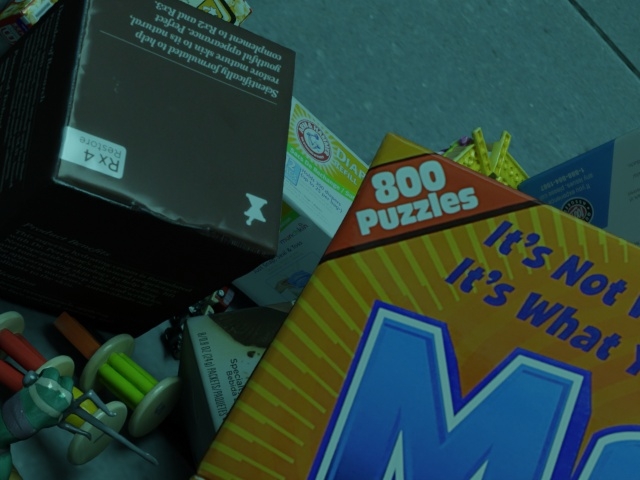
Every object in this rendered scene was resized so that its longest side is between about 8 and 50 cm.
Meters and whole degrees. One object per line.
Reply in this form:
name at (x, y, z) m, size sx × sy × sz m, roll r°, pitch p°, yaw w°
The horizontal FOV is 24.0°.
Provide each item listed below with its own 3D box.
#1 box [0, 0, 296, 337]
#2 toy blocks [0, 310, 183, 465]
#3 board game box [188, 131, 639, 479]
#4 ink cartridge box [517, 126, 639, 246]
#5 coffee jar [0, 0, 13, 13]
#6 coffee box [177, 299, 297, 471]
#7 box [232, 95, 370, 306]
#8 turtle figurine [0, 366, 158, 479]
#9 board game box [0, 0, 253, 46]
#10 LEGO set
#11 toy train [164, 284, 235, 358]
box at (-0.144, -0.053, 1.064) m, size 0.168 × 0.203 × 0.167 m, roll 21°, pitch 59°, yaw -29°
toy blocks at (-0.184, 0.081, 1.051) m, size 0.148 × 0.054 × 0.123 m, roll 38°, pitch 25°, yaw 17°
board game box at (0.116, 0.229, 0.758) m, size 0.356 × 0.356 × 0.356 m, roll 26°, pitch 76°, yaw 13°
ink cartridge box at (0.356, 0.036, 1.395) m, size 0.129 × 0.223 × 0.307 m, roll -22°, pitch 87°, yaw -51°
coffee jar at (-0.218, -0.233, 1.283) m, size 0.184 × 0.079 × 0.096 m, roll -4°, pitch 60°, yaw -45°
coffee box at (0.060, 0.127, 1.087) m, size 0.297 × 0.119 × 0.168 m, roll -9°, pitch 59°, yaw -16°
box at (0.000, 0.000, 1.224) m, size 0.203 × 0.103 × 0.114 m, roll 41°, pitch 37°, yaw -24°
turtle figurine at (-0.200, 0.133, 0.923) m, size 0.118 × 0.175 × 0.234 m, roll -35°, pitch 74°, yaw -34°
board game box at (-0.156, -0.184, 1.241) m, size 0.147 × 0.045 × 0.193 m, roll 54°, pitch 52°, yaw -25°
LEGO set at (0.123, -0.041, 1.437) m, size 0.287 × 0.107 × 0.132 m, roll -10°, pitch 98°, yaw -51°
toy train at (-0.086, 0.041, 1.201) m, size 0.036 × 0.027 × 0.158 m, roll 45°, pitch 36°, yaw -18°
